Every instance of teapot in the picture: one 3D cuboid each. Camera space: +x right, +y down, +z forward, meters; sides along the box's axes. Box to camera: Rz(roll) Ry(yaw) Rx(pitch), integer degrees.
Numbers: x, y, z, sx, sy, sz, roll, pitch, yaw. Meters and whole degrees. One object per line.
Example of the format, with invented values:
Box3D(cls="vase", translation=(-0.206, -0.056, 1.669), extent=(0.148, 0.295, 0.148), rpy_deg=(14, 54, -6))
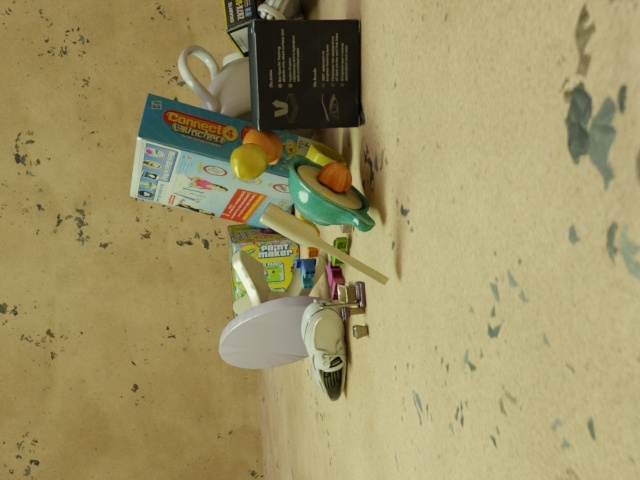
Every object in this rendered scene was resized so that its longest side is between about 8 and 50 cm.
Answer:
Box3D(cls="teapot", translation=(-0.140, -0.281, 1.199), extent=(0.256, 0.253, 0.187), rpy_deg=(98, 156, -66))

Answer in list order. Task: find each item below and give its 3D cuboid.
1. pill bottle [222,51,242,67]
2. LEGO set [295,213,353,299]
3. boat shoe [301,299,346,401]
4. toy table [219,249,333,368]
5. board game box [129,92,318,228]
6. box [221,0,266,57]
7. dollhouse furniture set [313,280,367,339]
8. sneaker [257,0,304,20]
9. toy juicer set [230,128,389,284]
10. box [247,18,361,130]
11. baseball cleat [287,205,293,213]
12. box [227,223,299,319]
Box3D(cls="pill bottle", translation=(-0.160, -0.286, 1.474), extent=(0.188, 0.188, 0.333), rpy_deg=(178, 88, -79))
Box3D(cls="LEGO set", translation=(0.000, 0.000, 1.054), extent=(0.093, 0.087, 0.227), rpy_deg=(-107, 17, -44))
Box3D(cls="boat shoe", translation=(0.020, 0.210, 1.103), extent=(0.075, 0.083, 0.226), rpy_deg=(-126, 19, -47))
Box3D(cls="toy table", translation=(-0.085, 0.142, 1.223), extent=(0.252, 0.275, 0.160), rpy_deg=(52, -154, -40))
Box3D(cls="board game box", translation=(-0.198, -0.133, 1.133), extent=(0.308, 0.302, 0.086), rpy_deg=(145, 136, -65))
Box3D(cls="box", translation=(-0.139, -0.518, 1.300), extent=(0.257, 0.080, 0.321), rpy_deg=(41, -143, -65))
Box3D(cls="dollhouse furniture set", translation=(0.023, 0.116, 0.996), extent=(0.114, 0.081, 0.090), rpy_deg=(177, 88, -79))
Box3D(cls="sneaker", translation=(-0.049, -0.499, 1.166), extent=(0.132, 0.086, 0.228), rpy_deg=(-55, 13, 27))
Box3D(cls="toy juicer set", translation=(-0.021, -0.085, 0.851), extent=(0.089, 0.209, 0.329), rpy_deg=(-57, 29, 22))
Box3D(cls="box", translation=(-0.026, -0.250, 0.899), extent=(0.093, 0.159, 0.155), rpy_deg=(-130, 37, -70))
Box3D(cls="baseball cleat", translation=(-0.110, -0.085, 1.653), extent=(0.206, 0.072, 0.109), rpy_deg=(-139, 59, -68))
Box3D(cls="box", translation=(-0.165, 0.108, 1.684), extent=(0.290, 0.177, 0.278), rpy_deg=(-135, 42, -74))
